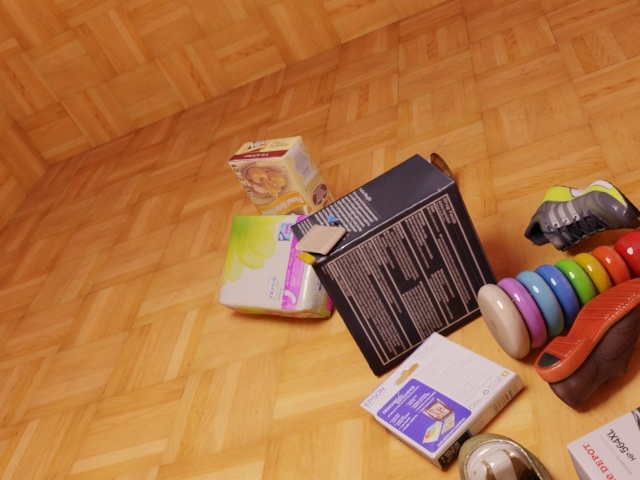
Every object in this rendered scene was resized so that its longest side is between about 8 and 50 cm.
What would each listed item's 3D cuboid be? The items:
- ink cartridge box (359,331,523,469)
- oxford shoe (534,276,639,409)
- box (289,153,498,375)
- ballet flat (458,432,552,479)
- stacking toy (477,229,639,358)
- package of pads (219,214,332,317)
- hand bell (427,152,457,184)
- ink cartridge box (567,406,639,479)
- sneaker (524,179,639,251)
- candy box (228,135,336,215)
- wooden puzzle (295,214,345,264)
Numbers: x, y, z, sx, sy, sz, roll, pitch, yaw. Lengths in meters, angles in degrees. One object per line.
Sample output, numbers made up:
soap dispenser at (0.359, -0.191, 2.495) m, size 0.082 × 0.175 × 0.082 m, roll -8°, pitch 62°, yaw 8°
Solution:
ink cartridge box at (0.205, 0.270, 1.315) m, size 0.206 × 0.045 × 0.208 m, roll -40°, pitch 33°, yaw -17°
oxford shoe at (0.464, 0.157, 1.222) m, size 0.271 × 0.098 × 0.097 m, roll -38°, pitch 8°, yaw -13°
box at (0.148, 0.045, 1.456) m, size 0.294 × 0.296 × 0.183 m, roll -29°, pitch 30°, yaw -2°
ballet flat at (0.274, 0.362, 1.049) m, size 0.123 × 0.123 × 0.348 m, roll -28°, pitch 30°, yaw 2°
stacking toy at (0.449, 0.075, 1.330) m, size 0.330 × 0.141 × 0.141 m, roll -26°, pitch 30°, yaw -5°
package of pads at (-0.093, 0.060, 1.739) m, size 0.296 × 0.101 × 0.229 m, roll 2°, pitch 78°, yaw 42°
hand bell at (0.200, -0.104, 1.853) m, size 0.242 × 0.126 × 0.126 m, roll -27°, pitch 28°, yaw 28°
ink cartridge box at (0.460, 0.300, 1.012) m, size 0.203 × 0.086 × 0.148 m, roll -28°, pitch 30°, yaw 1°
sneaker at (0.494, -0.033, 1.436) m, size 0.121 × 0.111 × 0.300 m, roll -50°, pitch 8°, yaw -8°
candy box at (-0.063, -0.093, 1.817) m, size 0.183 × 0.316 × 0.087 m, roll 0°, pitch 41°, yaw 41°
wooden puzzle at (0.000, 0.000, 1.338) m, size 0.116 × 0.014 × 0.078 m, roll -44°, pitch 37°, yaw -24°
